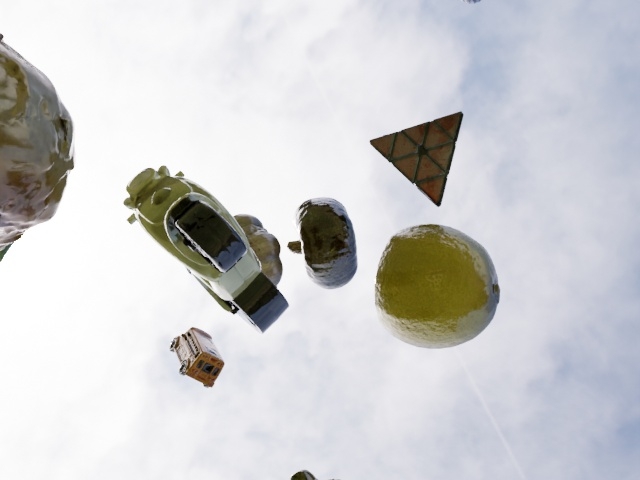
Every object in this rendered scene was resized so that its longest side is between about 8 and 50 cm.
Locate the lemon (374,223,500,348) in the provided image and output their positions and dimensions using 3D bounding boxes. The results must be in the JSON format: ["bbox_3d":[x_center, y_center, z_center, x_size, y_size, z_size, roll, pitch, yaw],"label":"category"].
[{"bbox_3d":[0.231,0.090,1.256,0.219,0.240,0.240,8,-102,29],"label":"lemon"}]

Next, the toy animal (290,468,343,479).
[{"bbox_3d":[0.029,0.459,0.939,0.281,0.195,0.169,51,-60,29],"label":"toy animal"}]

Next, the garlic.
[{"bbox_3d":[-0.185,0.055,1.509,0.228,0.152,0.228,22,-61,46],"label":"garlic"}]

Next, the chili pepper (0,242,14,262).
[{"bbox_3d":[-0.692,0.027,1.420,0.050,0.052,0.202,7,-128,6],"label":"chili pepper"}]

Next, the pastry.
[{"bbox_3d":[-0.513,-0.136,0.817,0.409,0.409,0.245,-19,-118,21],"label":"pastry"}]

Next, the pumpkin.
[{"bbox_3d":[0.000,0.000,1.545,0.162,0.219,0.219,-12,-113,2],"label":"pumpkin"}]

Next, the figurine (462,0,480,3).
[{"bbox_3d":[0.317,-0.533,1.358,0.086,0.149,0.087,-33,-78,16],"label":"figurine"}]

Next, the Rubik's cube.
[{"bbox_3d":[0.251,-0.216,1.513,0.190,0.178,0.211,-42,-86,11],"label":"Rubik's cube"}]

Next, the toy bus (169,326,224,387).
[{"bbox_3d":[-0.293,0.270,1.580,0.088,0.083,0.194,-56,-152,1],"label":"toy bus"}]

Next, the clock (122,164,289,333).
[{"bbox_3d":[-0.186,0.015,1.087,0.276,0.379,0.120,37,-107,28],"label":"clock"}]
